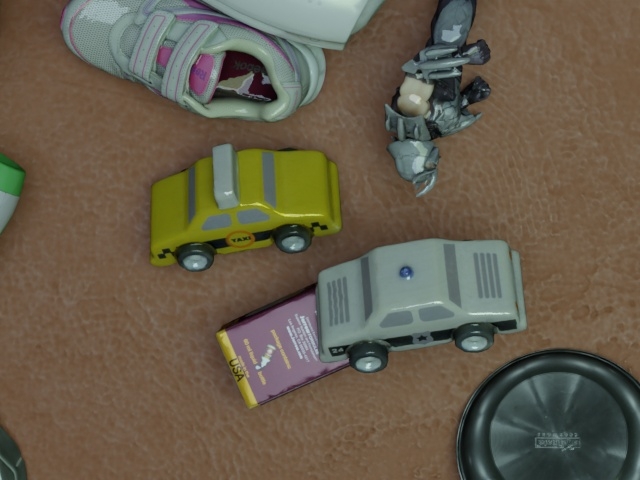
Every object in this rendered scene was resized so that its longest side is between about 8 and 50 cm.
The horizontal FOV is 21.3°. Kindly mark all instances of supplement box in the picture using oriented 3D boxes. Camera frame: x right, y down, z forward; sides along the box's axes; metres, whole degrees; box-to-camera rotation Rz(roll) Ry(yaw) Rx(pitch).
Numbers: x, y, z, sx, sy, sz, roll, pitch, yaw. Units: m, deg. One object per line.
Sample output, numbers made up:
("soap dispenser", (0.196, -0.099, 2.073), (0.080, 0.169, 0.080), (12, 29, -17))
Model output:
("supplement box", (0.004, 0.081, 1.598), (0.188, 0.104, 0.080), (-24, 91, 0))

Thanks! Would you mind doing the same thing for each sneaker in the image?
("sneaker", (-0.330, 0.198, 1.632), (0.061, 0.054, 0.152), (-24, 89, 16))
("sneaker", (-0.120, -0.175, 1.572), (0.252, 0.111, 0.103), (13, 110, 0))

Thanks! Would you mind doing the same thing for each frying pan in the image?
("frying pan", (0.197, 0.247, 1.583), (0.197, 0.053, 0.326), (21, 73, 18))

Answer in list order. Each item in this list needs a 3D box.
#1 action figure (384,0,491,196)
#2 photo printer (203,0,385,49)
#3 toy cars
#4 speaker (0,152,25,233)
("action figure", (0.119, -0.177, 1.558), (0.099, 0.185, 0.285), (13, 81, 1))
("photo printer", (-0.017, -0.343, 1.555), (0.256, 0.107, 0.307), (30, 81, -1))
("toy cars", (0.000, 0.000, 1.520), (0.394, 0.087, 0.176), (28, 69, 30))
("speaker", (-0.394, 0.038, 1.584), (0.131, 0.131, 0.296), (30, 92, -1))
